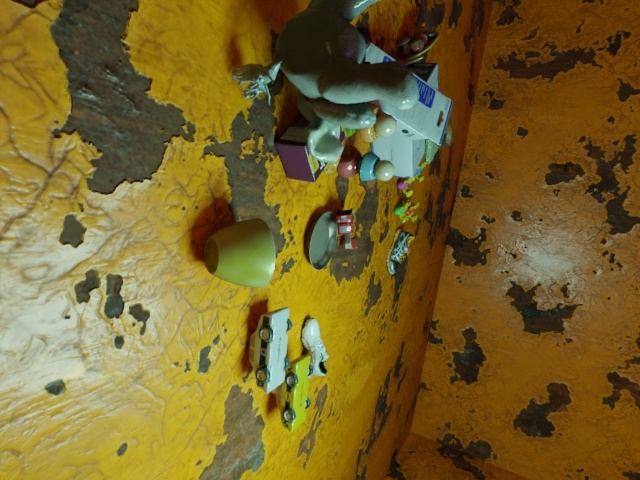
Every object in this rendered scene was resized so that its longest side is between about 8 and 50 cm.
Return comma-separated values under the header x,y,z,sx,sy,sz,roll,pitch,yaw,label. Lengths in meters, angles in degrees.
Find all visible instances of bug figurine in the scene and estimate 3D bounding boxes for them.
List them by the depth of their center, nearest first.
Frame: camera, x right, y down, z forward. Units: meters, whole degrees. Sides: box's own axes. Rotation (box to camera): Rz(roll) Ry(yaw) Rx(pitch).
x,y,z,sx,sy,sz,roll,pitch,yaw,label
0.392,-0.210,1.821,0.216,0.072,0.279,-32,134,-48,bug figurine

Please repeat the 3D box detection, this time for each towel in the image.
x,y,z,sx,sy,sz,roll,pitch,yaw,label
0.417,-0.359,1.523,0.148,0.027,0.110,-55,148,-41,towel

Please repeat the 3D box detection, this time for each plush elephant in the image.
x,y,z,sx,sy,sz,roll,pitch,yaw,label
0.031,-0.309,0.800,0.255,0.330,0.272,12,64,-73,plush elephant

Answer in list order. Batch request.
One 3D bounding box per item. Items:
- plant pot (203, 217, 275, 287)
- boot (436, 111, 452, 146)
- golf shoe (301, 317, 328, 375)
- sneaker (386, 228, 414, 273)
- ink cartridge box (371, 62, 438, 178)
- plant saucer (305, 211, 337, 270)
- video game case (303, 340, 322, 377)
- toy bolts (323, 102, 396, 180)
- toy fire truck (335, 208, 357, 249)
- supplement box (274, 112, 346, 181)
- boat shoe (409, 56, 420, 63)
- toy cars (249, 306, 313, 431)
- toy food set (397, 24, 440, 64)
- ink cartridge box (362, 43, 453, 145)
x,y,z,sx,sy,sz,roll,pitch,yaw,label
-0.158,0.025,0.762,0.095,0.134,0.134,-1,103,-38,plant pot
0.398,-0.419,1.416,0.197,0.073,0.152,10,81,-55,boot
-0.007,0.314,1.209,0.069,0.086,0.176,-18,109,-49,golf shoe
0.360,0.052,1.860,0.084,0.083,0.215,40,67,-63,sneaker
0.315,-0.447,1.466,0.395,0.151,0.270,-57,149,-35,ink cartridge box
0.000,0.000,1.164,0.168,0.029,0.168,-35,131,-55,plant saucer
-0.032,0.365,1.281,0.087,0.011,0.122,44,62,-60,video game case
0.115,-0.234,1.129,0.218,0.158,0.228,-60,152,-23,toy bolts
0.081,-0.026,1.241,0.192,0.047,0.135,-58,142,-77,toy fire truck
-0.017,-0.238,0.963,0.188,0.081,0.104,-60,149,-33,supplement box
0.364,-0.651,1.605,0.042,0.049,0.133,-89,172,-68,boat shoe
-0.106,0.324,1.036,0.394,0.087,0.176,73,33,-40,toy cars
0.329,-0.696,1.436,0.071,0.128,0.218,55,54,-31,toy food set
0.223,-0.407,1.176,0.332,0.065,0.165,25,74,-21,ink cartridge box
